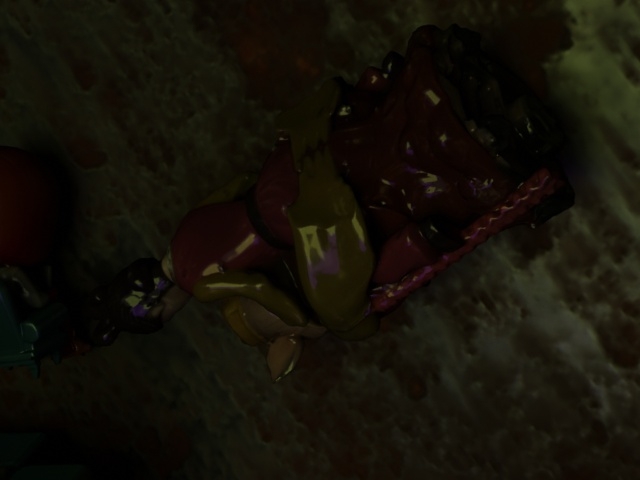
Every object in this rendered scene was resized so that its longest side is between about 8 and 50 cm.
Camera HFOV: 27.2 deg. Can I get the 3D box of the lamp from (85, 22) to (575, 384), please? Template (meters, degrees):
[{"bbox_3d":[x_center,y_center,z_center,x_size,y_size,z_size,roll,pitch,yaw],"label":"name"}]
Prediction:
[{"bbox_3d":[0.000,0.000,0.652,0.253,0.118,0.118,-37,84,27],"label":"lamp"}]

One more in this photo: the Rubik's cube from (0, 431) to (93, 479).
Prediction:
[{"bbox_3d":[-0.219,0.236,0.729,0.224,0.213,0.265,-4,102,8],"label":"Rubik's cube"}]

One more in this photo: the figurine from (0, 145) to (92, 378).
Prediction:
[{"bbox_3d":[-0.182,0.010,0.764,0.068,0.075,0.140,-4,101,28],"label":"figurine"}]
